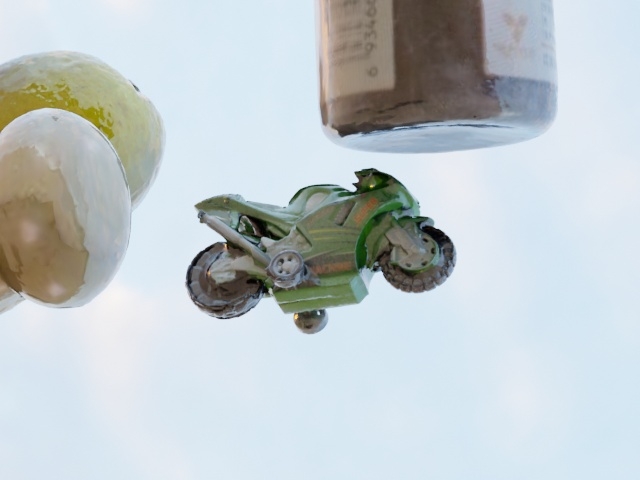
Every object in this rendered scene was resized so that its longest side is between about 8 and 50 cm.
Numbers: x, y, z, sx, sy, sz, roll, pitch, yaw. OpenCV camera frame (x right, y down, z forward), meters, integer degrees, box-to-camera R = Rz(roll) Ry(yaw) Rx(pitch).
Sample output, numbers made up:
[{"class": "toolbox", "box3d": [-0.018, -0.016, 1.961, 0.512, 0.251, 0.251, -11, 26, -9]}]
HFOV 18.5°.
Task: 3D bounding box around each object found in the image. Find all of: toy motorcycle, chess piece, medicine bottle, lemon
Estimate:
[{"class": "toy motorcycle", "box3d": [0.000, 0.000, 1.341, 0.190, 0.106, 0.074, -7, -35, 14]}, {"class": "chess piece", "box3d": [-0.203, 0.013, 0.732, 0.307, 0.139, 0.124, -16, -61, 26]}, {"class": "medicine bottle", "box3d": [0.075, -0.202, 1.335, 0.165, 0.165, 0.273, -8, -99, 46]}, {"class": "lemon", "box3d": [-0.234, -0.071, 1.653, 0.170, 0.207, 0.170, 59, -2, 4]}]
